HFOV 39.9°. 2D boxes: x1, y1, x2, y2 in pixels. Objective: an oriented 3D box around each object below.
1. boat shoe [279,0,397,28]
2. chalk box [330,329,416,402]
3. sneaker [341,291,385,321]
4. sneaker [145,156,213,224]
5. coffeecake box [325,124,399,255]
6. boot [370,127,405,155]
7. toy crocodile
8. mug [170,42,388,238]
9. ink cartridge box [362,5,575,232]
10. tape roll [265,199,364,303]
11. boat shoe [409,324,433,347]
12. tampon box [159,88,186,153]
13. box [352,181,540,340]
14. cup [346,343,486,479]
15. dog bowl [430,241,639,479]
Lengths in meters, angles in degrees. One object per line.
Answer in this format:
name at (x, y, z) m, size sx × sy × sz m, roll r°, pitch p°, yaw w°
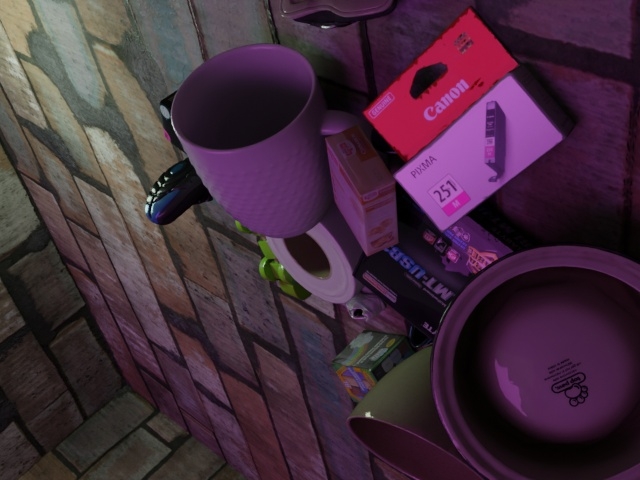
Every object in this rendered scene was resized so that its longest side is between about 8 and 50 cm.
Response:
boat shoe at (0.040, -0.391, 1.451) m, size 0.233 × 0.084 × 0.079 m, roll 9°, pitch 171°, yaw 42°
chalk box at (0.154, 0.308, 2.078) m, size 0.213 × 0.132 × 0.132 m, roll 2°, pitch 127°, yaw 56°
sneaker at (0.081, 0.149, 2.062) m, size 0.152 × 0.061 × 0.054 m, roll 11°, pitch 136°, yaw 52°
sneaker at (-0.224, -0.130, 1.859) m, size 0.125 × 0.341 × 0.140 m, roll 8°, pitch 135°, yaw 45°
coffeecake box at (0.074, -0.085, 1.542) m, size 0.185 × 0.068 × 0.142 m, roll 79°, pitch 165°, yaw -56°
boot at (0.204, -0.161, 1.503) m, size 0.219 × 0.082 × 0.106 m, roll 15°, pitch -176°, yaw 18°
toy crocodile at (-0.107, 0.000, 2.122) m, size 0.115 × 0.105 × 0.341 m, roll 4°, pitch 124°, yaw 54°
mug at (-0.055, -0.164, 1.687) m, size 0.374 × 0.276 × 0.328 m, roll 1°, pitch 145°, yaw 18°
ink cartridge box at (0.210, -0.179, 1.363) m, size 0.239 × 0.060 × 0.275 m, roll 48°, pitch 130°, yaw 0°
tape roll at (0.000, 0.000, 1.951) m, size 0.286 × 0.100 × 0.286 m, roll 35°, pitch 150°, yaw 24°
boat shoe at (0.239, 0.148, 1.798) m, size 0.109 × 0.089 × 0.258 m, roll 35°, pitch 150°, yaw 25°
tampon box at (-0.275, -0.261, 2.018) m, size 0.161 × 0.101 × 0.120 m, roll 37°, pitch 149°, yaw 23°
box at (0.229, 0.045, 1.625) m, size 0.295 × 0.073 × 0.293 m, roll 40°, pitch 133°, yaw 17°
cup at (0.254, 0.356, 1.841) m, size 0.331 × 0.237 × 0.331 m, roll 26°, pitch 157°, yaw 12°
dog bowl at (0.380, 0.196, 1.380) m, size 0.408 × 0.408 × 0.150 m, roll 48°, pitch -167°, yaw 3°
